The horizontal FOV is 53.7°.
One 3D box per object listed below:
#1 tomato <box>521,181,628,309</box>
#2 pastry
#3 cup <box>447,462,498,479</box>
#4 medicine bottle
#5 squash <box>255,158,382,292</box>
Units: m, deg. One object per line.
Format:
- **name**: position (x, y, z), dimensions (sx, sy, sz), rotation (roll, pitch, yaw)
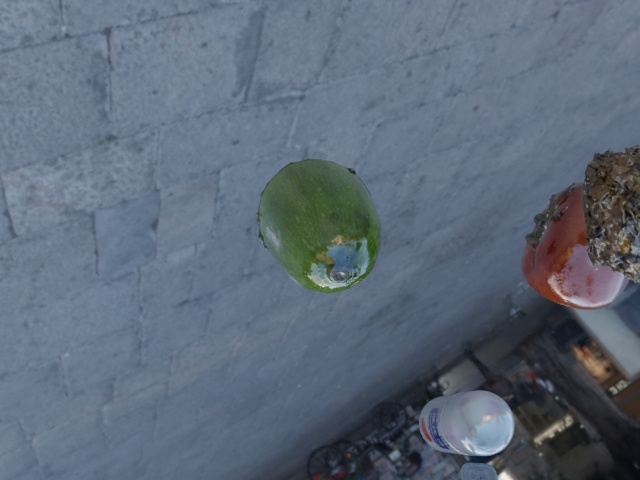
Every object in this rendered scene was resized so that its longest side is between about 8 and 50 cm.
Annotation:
- **tomato**: position (0.697, 0.012, 1.667), dimensions (0.341, 0.273, 0.341), rotation (-64, 175, -10)
- **pastry**: position (0.573, -0.037, 1.175), dimensions (0.193, 0.274, 0.275), rotation (-32, 160, 27)
- **cup**: position (0.357, 0.610, 1.539), dimensions (0.128, 0.095, 0.129), rotation (5, 132, -2)
- **medicine bottle**: position (0.308, 0.390, 1.347), dimensions (0.130, 0.130, 0.341), rotation (-30, 168, -12)
- **squash**: position (0.009, -0.024, 1.472), dimensions (0.310, 0.310, 0.309), rotation (-35, -164, 1)
